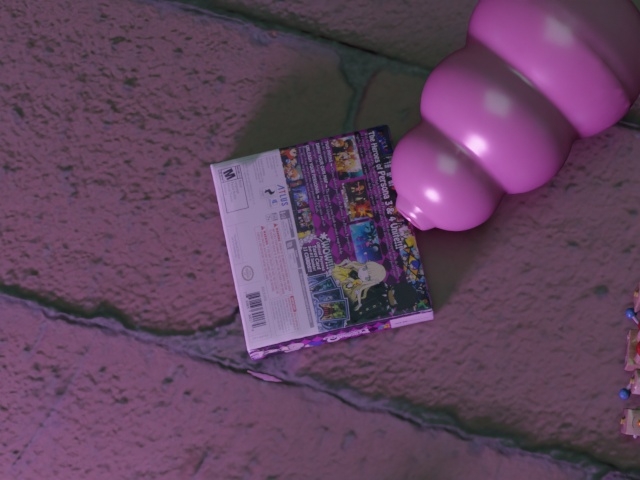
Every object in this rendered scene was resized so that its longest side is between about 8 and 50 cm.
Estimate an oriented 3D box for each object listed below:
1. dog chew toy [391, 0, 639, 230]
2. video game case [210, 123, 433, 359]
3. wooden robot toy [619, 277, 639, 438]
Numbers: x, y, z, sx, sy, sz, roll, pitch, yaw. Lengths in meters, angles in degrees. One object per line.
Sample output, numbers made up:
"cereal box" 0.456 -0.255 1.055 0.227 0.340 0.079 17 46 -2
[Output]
"dog chew toy" 0.205 -0.148 2.018 0.206 0.206 0.332 41 87 18
"video game case" 0.000 0.000 2.058 0.210 0.042 0.232 -14 69 1
"wooden robot toy" 0.366 0.126 1.962 0.079 0.076 0.173 9 70 -3
